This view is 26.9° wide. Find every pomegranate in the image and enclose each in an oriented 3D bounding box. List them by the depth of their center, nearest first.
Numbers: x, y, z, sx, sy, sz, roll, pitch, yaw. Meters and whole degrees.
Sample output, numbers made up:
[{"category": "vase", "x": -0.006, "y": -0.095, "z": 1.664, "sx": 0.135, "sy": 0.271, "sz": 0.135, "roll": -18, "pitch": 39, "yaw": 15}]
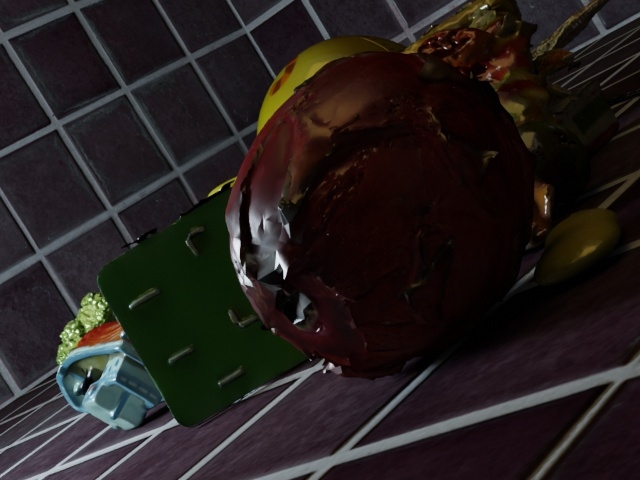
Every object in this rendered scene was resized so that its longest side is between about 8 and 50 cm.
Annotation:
[{"category": "pomegranate", "x": 0.256, "y": -0.075, "z": 1.594, "sx": 0.114, "sy": 0.114, "sz": 0.142, "roll": -36, "pitch": -18, "yaw": -44}]

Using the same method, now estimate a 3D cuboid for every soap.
[{"category": "soap", "x": 0.243, "y": 0.003, "z": 1.250, "sx": 0.089, "sy": 0.033, "sz": 0.168, "roll": -27, "pitch": 6, "yaw": 21}]

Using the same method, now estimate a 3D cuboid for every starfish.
[{"category": "starfish", "x": 0.312, "y": -0.201, "z": 2.040, "sx": 0.398, "sy": 0.132, "sz": 0.384, "roll": -29, "pitch": -14, "yaw": -45}]

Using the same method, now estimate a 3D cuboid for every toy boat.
[{"category": "toy boat", "x": -0.305, "y": 0.212, "z": 1.965, "sx": 0.332, "sy": 0.145, "sz": 0.133, "roll": -24, "pitch": 37, "yaw": 62}]

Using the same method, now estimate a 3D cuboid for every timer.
[{"category": "timer", "x": 0.033, "y": -0.153, "z": 2.177, "sx": 0.387, "sy": 0.376, "sz": 0.376, "roll": -21, "pitch": -2, "yaw": -39}]

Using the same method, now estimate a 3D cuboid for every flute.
[{"category": "flute", "x": 0.486, "y": -0.235, "z": 2.272, "sx": 0.014, "sy": 0.014, "sz": 0.269, "roll": -32, "pitch": 5, "yaw": -13}]

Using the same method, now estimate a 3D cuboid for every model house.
[{"category": "model house", "x": -0.082, "y": 0.080, "z": 1.753, "sx": 0.358, "sy": 0.242, "sz": 0.313, "roll": -33, "pitch": -11, "yaw": -3}]

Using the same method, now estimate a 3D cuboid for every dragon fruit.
[{"category": "dragon fruit", "x": 0.059, "y": -0.023, "z": 1.257, "sx": 0.296, "sy": 0.295, "sz": 0.301, "roll": -26, "pitch": 22, "yaw": 48}]

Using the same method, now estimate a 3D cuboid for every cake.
[{"category": "cake", "x": 0.348, "y": -0.150, "z": 1.842, "sx": 0.220, "sy": 0.086, "sz": 0.117, "roll": -31, "pitch": 9, "yaw": -21}]

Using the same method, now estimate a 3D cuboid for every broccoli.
[{"category": "broccoli", "x": -0.356, "y": 0.165, "z": 2.388, "sx": 0.254, "sy": 0.186, "sz": 0.302, "roll": -23, "pitch": -9, "yaw": -48}]

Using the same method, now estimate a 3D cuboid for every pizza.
[{"category": "pizza", "x": 0.194, "y": -0.195, "z": 1.801, "sx": 0.440, "sy": 0.130, "sz": 0.406, "roll": -45, "pitch": 30, "yaw": -13}]

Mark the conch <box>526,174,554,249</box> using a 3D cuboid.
[{"category": "conch", "x": 0.181, "y": -0.022, "z": 1.528, "sx": 0.255, "sy": 0.127, "sz": 0.158, "roll": 24, "pitch": 77, "yaw": 52}]
